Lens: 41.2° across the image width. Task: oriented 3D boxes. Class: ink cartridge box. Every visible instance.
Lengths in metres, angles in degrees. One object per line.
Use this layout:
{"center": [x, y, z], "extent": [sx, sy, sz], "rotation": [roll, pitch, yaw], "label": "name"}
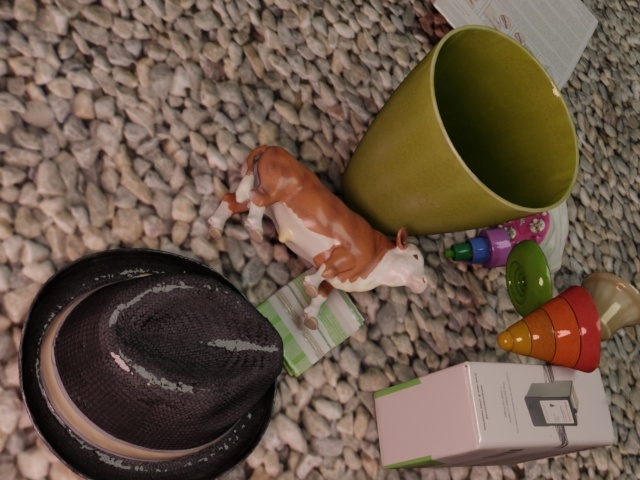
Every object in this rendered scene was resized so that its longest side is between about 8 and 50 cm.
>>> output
{"center": [0.245, 0.251, 1.202], "extent": [0.272, 0.198, 0.115], "rotation": [8, 65, -34], "label": "ink cartridge box"}
{"center": [0.370, -0.426, 1.668], "extent": [0.308, 0.091, 0.385], "rotation": [45, 53, -13], "label": "ink cartridge box"}

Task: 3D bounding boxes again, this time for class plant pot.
{"center": [0.171, -0.119, 1.245], "extent": [0.274, 0.293, 0.275], "rotation": [15, 63, -31], "label": "plant pot"}

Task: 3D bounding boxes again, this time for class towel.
{"center": [-0.017, 0.108, 1.190], "extent": [0.152, 0.023, 0.113], "rotation": [-34, 90, -38], "label": "towel"}

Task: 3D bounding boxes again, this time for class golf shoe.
{"center": [0.389, -0.073, 1.526], "extent": [0.140, 0.115, 0.306], "rotation": [47, 47, -37], "label": "golf shoe"}

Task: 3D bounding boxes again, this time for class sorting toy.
{"center": [0.275, 0.078, 1.266], "extent": [0.126, 0.365, 0.127], "rotation": [-8, 116, -10], "label": "sorting toy"}

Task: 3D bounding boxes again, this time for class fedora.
{"center": [-0.164, 0.133, 0.980], "extent": [0.334, 0.152, 0.334], "rotation": [15, 63, -31], "label": "fedora"}

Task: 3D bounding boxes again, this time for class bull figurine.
{"center": [0.000, 0.000, 1.176], "extent": [0.310, 0.101, 0.188], "rotation": [40, 50, 3], "label": "bull figurine"}

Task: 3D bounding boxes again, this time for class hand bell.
{"center": [0.449, 0.179, 1.468], "extent": [0.126, 0.126, 0.242], "rotation": [50, 62, -8], "label": "hand bell"}
